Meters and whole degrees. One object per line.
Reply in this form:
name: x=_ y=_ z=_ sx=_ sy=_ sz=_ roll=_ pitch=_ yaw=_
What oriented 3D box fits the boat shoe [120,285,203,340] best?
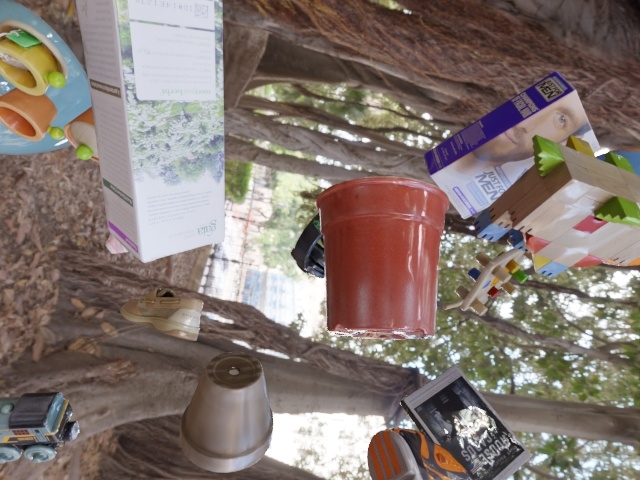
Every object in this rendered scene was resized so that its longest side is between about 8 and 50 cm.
boat shoe: x=-0.425 y=0.186 z=1.088 sx=0.341 sy=0.121 sz=0.110 roll=4 pitch=-108 yaw=40

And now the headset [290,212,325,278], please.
headset: x=0.000 y=0.000 z=1.230 sx=0.243 sy=0.185 sz=0.394 roll=-41 pitch=160 yaw=-23

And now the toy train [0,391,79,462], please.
toy train: x=-0.833 y=0.490 z=1.064 sx=0.142 sy=0.333 sz=0.190 roll=-99 pitch=-166 yaw=-53

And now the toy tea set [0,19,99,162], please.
toy tea set: x=-0.439 y=-0.189 z=0.536 sx=0.200 sy=0.335 sz=0.124 roll=99 pitch=9 yaw=-58

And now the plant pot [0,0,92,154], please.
plant pot: x=-0.623 y=-0.280 z=0.772 sx=0.195 sy=0.290 sz=0.290 roll=-61 pitch=177 yaw=-41

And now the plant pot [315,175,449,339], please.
plant pot: x=0.117 y=0.054 z=0.789 sx=0.272 sy=0.272 sz=0.265 roll=131 pitch=-35 yaw=-68

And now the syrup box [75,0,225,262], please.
syrup box: x=-0.156 y=-0.108 z=0.387 sx=0.096 sy=0.093 sz=0.237 roll=28 pitch=-57 yaw=38

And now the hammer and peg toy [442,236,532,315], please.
hammer and peg toy: x=0.613 y=0.163 z=1.448 sx=0.127 sy=0.265 sz=0.361 roll=49 pitch=-35 yaw=32

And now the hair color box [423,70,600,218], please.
hair color box: x=0.448 y=-0.214 z=0.969 sx=0.338 sy=0.185 sz=0.110 roll=-32 pitch=-145 yaw=26

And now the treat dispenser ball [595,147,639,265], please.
treat dispenser ball: x=0.750 y=-0.082 z=0.989 sx=0.288 sy=0.288 sz=0.288 roll=-168 pitch=-90 yaw=-79

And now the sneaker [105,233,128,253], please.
sneaker: x=-0.732 y=-0.016 z=1.419 sx=0.051 sy=0.070 sz=0.134 roll=-122 pitch=-162 yaw=-85

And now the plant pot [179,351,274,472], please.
plant pot: x=-0.308 y=0.551 z=1.371 sx=0.323 sy=0.323 sz=0.281 roll=-106 pitch=-156 yaw=-67

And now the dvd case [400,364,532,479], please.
dvd case: x=0.320 y=0.419 z=0.893 sx=0.239 sy=0.179 sz=0.030 roll=51 pitch=-32 yaw=32

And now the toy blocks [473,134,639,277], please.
toy blocks: x=0.513 y=-0.031 z=0.827 sx=0.261 sy=0.381 sz=0.191 roll=121 pitch=-20 yaw=-49

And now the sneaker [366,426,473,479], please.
sneaker: x=0.205 y=0.467 z=0.652 sx=0.124 sy=0.180 sz=0.321 roll=-43 pitch=-135 yaw=32
